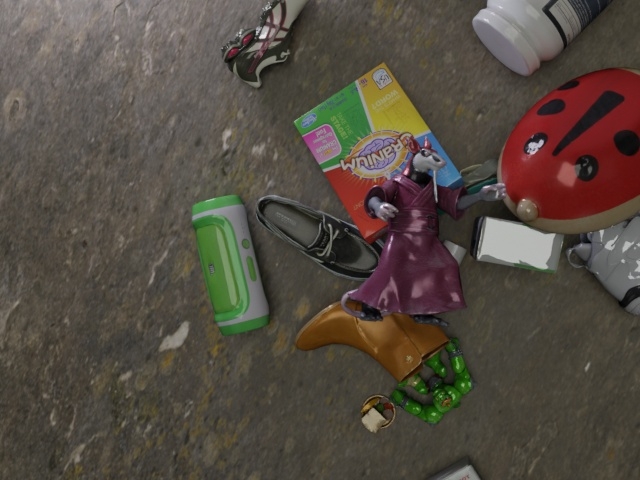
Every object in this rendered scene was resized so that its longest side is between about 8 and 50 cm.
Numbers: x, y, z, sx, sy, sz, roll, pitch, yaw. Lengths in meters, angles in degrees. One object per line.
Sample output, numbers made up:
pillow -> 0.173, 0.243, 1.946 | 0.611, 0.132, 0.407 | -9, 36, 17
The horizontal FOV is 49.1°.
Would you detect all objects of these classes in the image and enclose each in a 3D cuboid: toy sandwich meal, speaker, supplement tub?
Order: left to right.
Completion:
speaker -> -0.200, 0.055, 1.563 | 0.131, 0.131, 0.296 | -14, 88, 8
toy sandwich meal -> 0.127, 0.387, 1.564 | 0.086, 0.029, 0.085 | 0, 90, 8
speaker -> 0.268, 0.068, 1.531 | 0.055, 0.055, 0.136 | 25, 93, 7
supplement tub -> 0.467, -0.493, 1.433 | 0.272, 0.191, 0.191 | -45, 84, 6

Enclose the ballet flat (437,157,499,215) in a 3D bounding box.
ballet flat -> 0.302, -0.115, 1.529 | 0.213, 0.072, 0.068 | -24, 59, 7

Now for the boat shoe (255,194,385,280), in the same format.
boat shoe -> 0.000, 0.000, 1.536 | 0.335, 0.119, 0.121 | 23, 93, 7

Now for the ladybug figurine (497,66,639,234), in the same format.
ladybug figurine -> 0.523, -0.190, 1.350 | 0.305, 0.162, 0.449 | 32, 61, 28

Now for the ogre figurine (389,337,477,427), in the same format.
ogre figurine -> 0.254, 0.314, 1.519 | 0.197, 0.097, 0.118 | -40, 67, -9

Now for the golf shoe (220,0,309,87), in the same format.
golf shoe -> -0.096, -0.468, 1.572 | 0.273, 0.105, 0.120 | -42, 100, 12

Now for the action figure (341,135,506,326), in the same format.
action figure -> 0.192, -0.020, 1.378 | 0.248, 0.276, 0.370 | 6, 82, -13

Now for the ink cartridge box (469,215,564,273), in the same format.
ink cartridge box -> 0.394, 0.005, 1.435 | 0.154, 0.212, 0.093 | 10, 95, 7

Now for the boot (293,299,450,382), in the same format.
boot -> 0.108, 0.219, 1.502 | 0.295, 0.104, 0.211 | -31, 63, 0

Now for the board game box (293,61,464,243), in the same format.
board game box -> 0.122, -0.189, 1.512 | 0.242, 0.064, 0.316 | -33, 73, 7

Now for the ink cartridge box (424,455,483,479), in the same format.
ink cartridge box -> 0.315, 0.577, 1.516 | 0.127, 0.072, 0.175 | -32, 86, 7

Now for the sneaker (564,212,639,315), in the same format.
sneaker -> 0.674, -0.044, 1.431 | 0.210, 0.137, 0.366 | 35, 98, 4
